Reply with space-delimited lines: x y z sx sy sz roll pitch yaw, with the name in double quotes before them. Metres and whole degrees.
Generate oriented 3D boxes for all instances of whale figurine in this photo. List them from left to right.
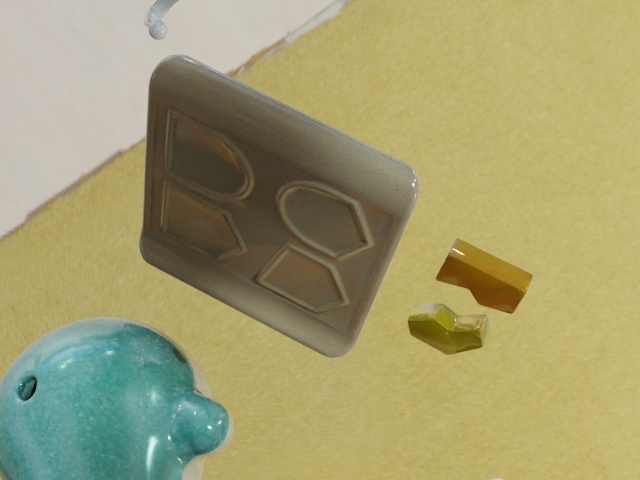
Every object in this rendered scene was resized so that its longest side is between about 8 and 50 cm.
"whale figurine" -0.167 0.176 0.729 0.216 0.141 0.272 -31 46 14

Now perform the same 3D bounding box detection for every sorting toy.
"sorting toy" 0.000 0.000 0.766 0.307 0.229 0.041 27 50 7

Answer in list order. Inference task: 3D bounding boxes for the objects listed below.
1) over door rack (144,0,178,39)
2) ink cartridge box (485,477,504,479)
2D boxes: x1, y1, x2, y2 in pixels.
"over door rack" -0.115 -0.332 0.799 0.239 0.324 0.108 39 31 -31
"ink cartridge box" 0.159 0.313 0.999 0.104 0.060 0.180 -9 45 1
